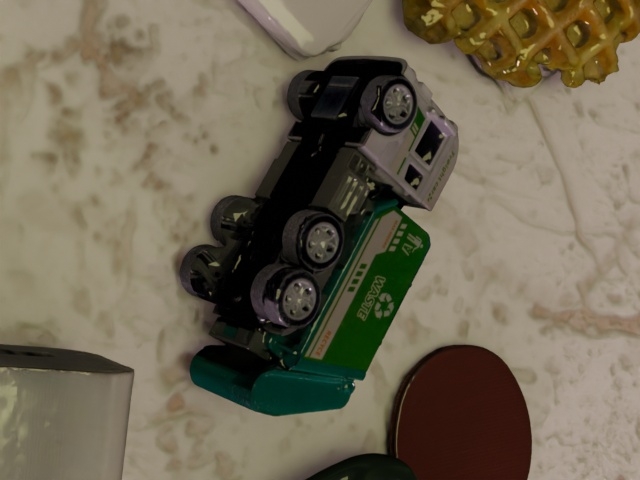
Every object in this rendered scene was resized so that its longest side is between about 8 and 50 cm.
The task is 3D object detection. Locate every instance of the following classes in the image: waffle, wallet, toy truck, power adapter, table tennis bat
[{"bbox_3d":[0.163,-0.243,0.933,0.254,0.052,0.245,8,87,-27],"label":"waffle"},{"bbox_3d":[-0.040,-0.213,0.835,0.190,0.033,0.095,47,73,-20],"label":"wallet"},{"bbox_3d":[0.000,0.000,0.823,0.124,0.114,0.253,40,73,-37],"label":"toy truck"},{"bbox_3d":[-0.195,0.168,0.712,0.130,0.125,0.205,8,89,-29],"label":"power adapter"},{"bbox_3d":[0.114,0.191,0.936,0.130,0.019,0.220,-7,93,-28],"label":"table tennis bat"}]

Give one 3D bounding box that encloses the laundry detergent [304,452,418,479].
[{"bbox_3d":[-0.015,0.252,0.840,0.222,0.078,0.144,-26,101,-22],"label":"laundry detergent"}]
